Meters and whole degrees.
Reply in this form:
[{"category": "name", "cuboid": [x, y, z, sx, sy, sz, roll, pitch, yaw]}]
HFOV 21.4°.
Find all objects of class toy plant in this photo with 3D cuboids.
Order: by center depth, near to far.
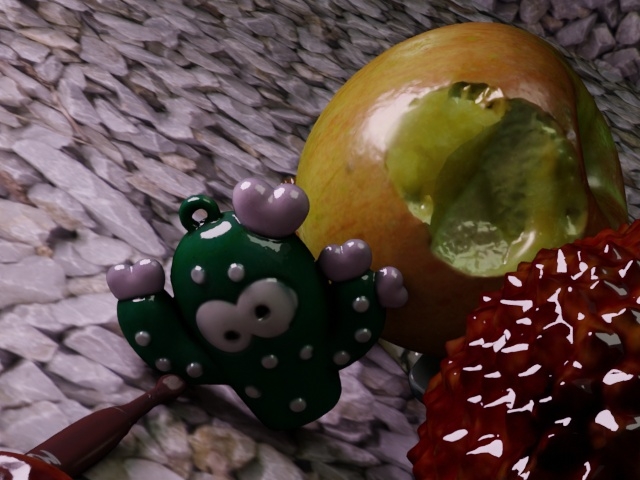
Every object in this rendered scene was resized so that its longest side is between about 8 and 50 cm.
[{"category": "toy plant", "cuboid": [-0.060, 0.058, 1.549, 0.243, 0.232, 0.112, 38, 22, -14]}]

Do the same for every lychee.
[{"category": "lychee", "cuboid": [0.271, 0.206, 1.415, 0.424, 0.500, 0.425, 2, 56, -3]}]

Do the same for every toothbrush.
[{"category": "toothbrush", "cuboid": [-0.198, 0.169, 1.391, 0.041, 0.041, 0.364, 34, 23, 11]}]

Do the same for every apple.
[{"category": "apple", "cuboid": [0.137, -0.042, 1.667, 0.339, 0.340, 0.339, 25, 23, -11]}]

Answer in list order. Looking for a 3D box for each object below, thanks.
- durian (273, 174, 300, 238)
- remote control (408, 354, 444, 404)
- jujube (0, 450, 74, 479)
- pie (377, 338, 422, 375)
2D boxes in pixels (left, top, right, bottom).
[{"category": "durian", "cuboid": [0.000, 0.000, 1.857, 0.168, 0.137, 0.158, -6, 61, -41]}, {"category": "remote control", "cuboid": [0.169, 0.106, 1.787, 0.072, 0.042, 0.222, 37, 48, 17]}, {"category": "jujube", "cuboid": [-0.179, 0.248, 1.106, 0.236, 0.168, 0.168, 41, 25, 10]}, {"category": "pie", "cuboid": [0.195, 0.123, 1.909, 0.306, 0.071, 0.306, 26, 23, -12]}]
